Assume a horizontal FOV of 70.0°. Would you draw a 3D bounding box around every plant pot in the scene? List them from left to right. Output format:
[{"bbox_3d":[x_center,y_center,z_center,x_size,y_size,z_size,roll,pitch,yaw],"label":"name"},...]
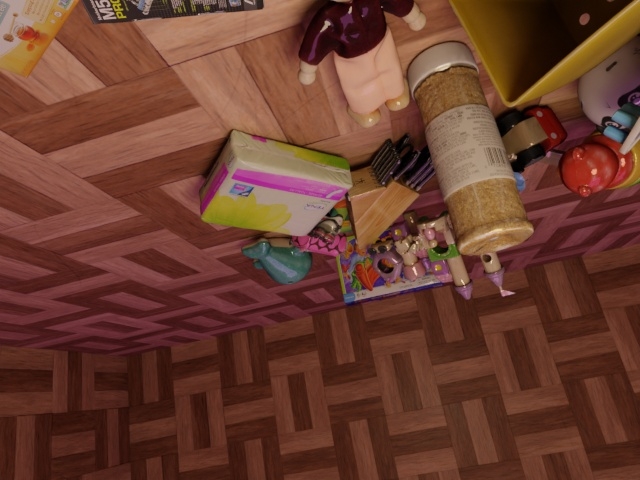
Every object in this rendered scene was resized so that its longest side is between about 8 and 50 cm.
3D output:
[{"bbox_3d":[0.336,-0.331,0.602,0.187,0.212,0.212,-14,164,-29],"label":"plant pot"}]

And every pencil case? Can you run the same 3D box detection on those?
[{"bbox_3d":[0.000,0.000,1.476,0.095,0.098,0.209,-25,157,35],"label":"pencil case"}]

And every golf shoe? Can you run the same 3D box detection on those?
[{"bbox_3d":[-0.007,-0.048,1.220,0.067,0.086,0.186,38,169,-39],"label":"golf shoe"}]

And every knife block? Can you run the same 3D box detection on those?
[{"bbox_3d":[0.181,-0.119,1.118,0.241,0.088,0.276,-15,139,-1],"label":"knife block"}]

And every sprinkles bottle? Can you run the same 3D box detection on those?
[{"bbox_3d":[0.245,-0.158,0.775,0.121,0.356,0.121,-9,160,-3],"label":"sprinkles bottle"}]

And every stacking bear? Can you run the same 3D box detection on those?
[{"bbox_3d":[0.642,-0.183,1.019,0.288,0.176,0.164,-22,-163,-29],"label":"stacking bear"}]

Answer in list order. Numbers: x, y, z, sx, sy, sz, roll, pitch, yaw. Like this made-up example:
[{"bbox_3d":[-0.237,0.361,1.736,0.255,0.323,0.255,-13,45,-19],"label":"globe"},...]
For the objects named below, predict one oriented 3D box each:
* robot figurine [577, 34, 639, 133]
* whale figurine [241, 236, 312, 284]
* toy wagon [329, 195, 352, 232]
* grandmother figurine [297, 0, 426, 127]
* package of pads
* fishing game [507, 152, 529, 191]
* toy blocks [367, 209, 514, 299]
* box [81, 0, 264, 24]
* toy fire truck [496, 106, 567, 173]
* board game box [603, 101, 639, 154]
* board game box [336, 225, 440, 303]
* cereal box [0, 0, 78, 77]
[{"bbox_3d":[0.633,-0.300,0.853,0.278,0.209,0.173,-9,-161,-6],"label":"robot figurine"},{"bbox_3d":[-0.139,0.068,1.525,0.216,0.141,0.272,-20,158,26],"label":"whale figurine"},{"bbox_3d":[0.114,-0.086,1.341,0.267,0.068,0.344,-7,160,-11],"label":"toy wagon"},{"bbox_3d":[0.053,-0.302,0.677,0.207,0.104,0.342,-37,155,0],"label":"grandmother figurine"},{"bbox_3d":[-0.106,-0.113,1.042,0.296,0.101,0.229,8,145,-33],"label":"package of pads"},{"bbox_3d":[0.375,-0.151,1.045,0.189,0.041,0.264,14,168,23],"label":"fishing game"},{"bbox_3d":[0.337,0.056,1.227,0.288,0.260,0.309,-13,-165,34],"label":"toy blocks"},{"bbox_3d":[-0.174,-0.352,0.459,0.216,0.060,0.270,-8,160,-5],"label":"box"},{"bbox_3d":[0.524,-0.222,1.103,0.246,0.159,0.217,-24,168,-17],"label":"toy fire truck"},{"bbox_3d":[0.534,-0.344,0.565,0.390,0.050,0.390,-49,155,2],"label":"board game box"},{"bbox_3d":[0.235,0.078,1.615,0.346,0.234,0.078,-14,161,8],"label":"board game box"},{"bbox_3d":[-0.427,-0.292,0.507,0.173,0.048,0.240,-26,156,36],"label":"cereal box"}]
